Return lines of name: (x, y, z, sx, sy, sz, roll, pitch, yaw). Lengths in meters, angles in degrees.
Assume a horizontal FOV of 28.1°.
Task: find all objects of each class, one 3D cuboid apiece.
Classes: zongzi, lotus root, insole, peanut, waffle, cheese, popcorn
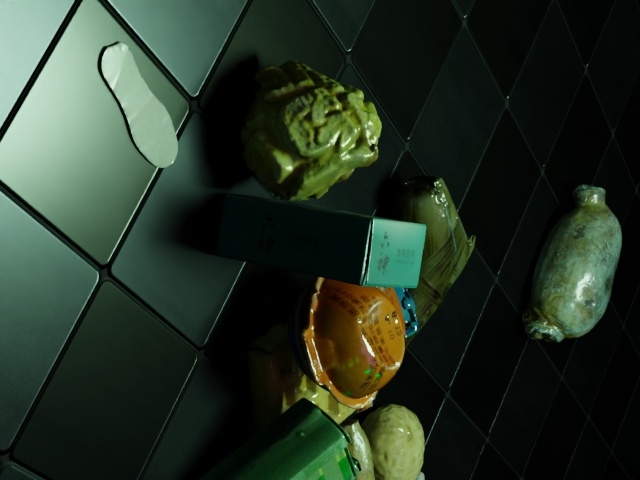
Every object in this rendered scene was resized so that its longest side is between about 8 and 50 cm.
zongzi: (0.151, 0.033, 2.097, 0.242, 0.112, 0.221, -59, 145, -23)
lotus root: (0.035, 0.412, 2.072, 0.097, 0.110, 0.258, -110, -164, -71)
insole: (-0.220, -0.161, 1.561, 0.065, 0.004, 0.197, -57, 143, -27)
peanut: (0.121, 0.352, 2.171, 0.159, 0.109, 0.140, 74, 14, -54)
waffle: (-0.018, 0.209, 1.959, 0.248, 0.055, 0.221, -34, 128, -47)
cheese: (0.061, 0.128, 1.879, 0.329, 0.129, 0.217, -27, 103, -59)
popcorn: (-0.014, -0.139, 1.729, 0.187, 0.167, 0.185, 6, 128, -37)
lotus root: (0.535, 0.053, 2.640, 0.175, 0.175, 0.349, 36, 72, -55)

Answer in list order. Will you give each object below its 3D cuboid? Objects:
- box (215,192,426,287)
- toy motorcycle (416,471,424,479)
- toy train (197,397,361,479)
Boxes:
box: (0.000, 0.000, 1.734, 0.153, 0.245, 0.092, 6, 93, -58)
toy motorcycle: (0.122, 0.492, 2.201, 0.110, 0.171, 0.260, -48, -169, 37)
toy train: (-0.071, 0.379, 1.829, 0.301, 0.120, 0.202, -37, 133, -19)
